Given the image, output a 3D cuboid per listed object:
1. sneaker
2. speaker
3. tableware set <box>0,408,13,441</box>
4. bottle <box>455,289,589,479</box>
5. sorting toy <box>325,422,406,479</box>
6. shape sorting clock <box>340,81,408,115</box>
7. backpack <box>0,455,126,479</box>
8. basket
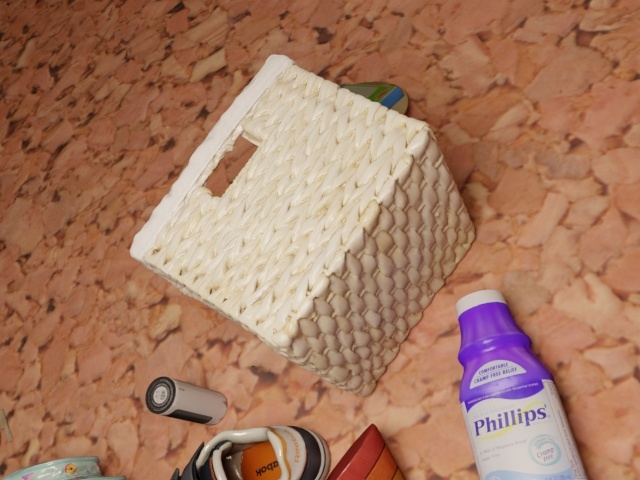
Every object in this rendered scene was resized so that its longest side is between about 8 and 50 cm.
[{"bbox_3d":[-0.149,0.346,0.880,0.321,0.127,0.126,-35,55,9],"label":"sneaker"},{"bbox_3d":[-0.197,0.241,0.954,0.055,0.136,0.055,-10,65,22],"label":"speaker"},{"bbox_3d":[-0.662,0.347,1.207,0.128,0.039,0.194,-45,52,0],"label":"tableware set"},{"bbox_3d":[0.230,0.197,0.773,0.118,0.092,0.283,-21,56,19],"label":"bottle"},{"bbox_3d":[0.004,0.414,0.795,0.126,0.127,0.366,36,87,7],"label":"sorting toy"},{"bbox_3d":[0.051,-0.215,1.102,0.206,0.040,0.206,-16,35,12],"label":"shape sorting clock"},{"bbox_3d":[-0.380,0.399,0.948,0.188,0.166,0.145,-15,68,18],"label":"backpack"},{"bbox_3d":[0.000,0.000,0.867,0.266,0.331,0.328,30,81,31],"label":"basket"}]
